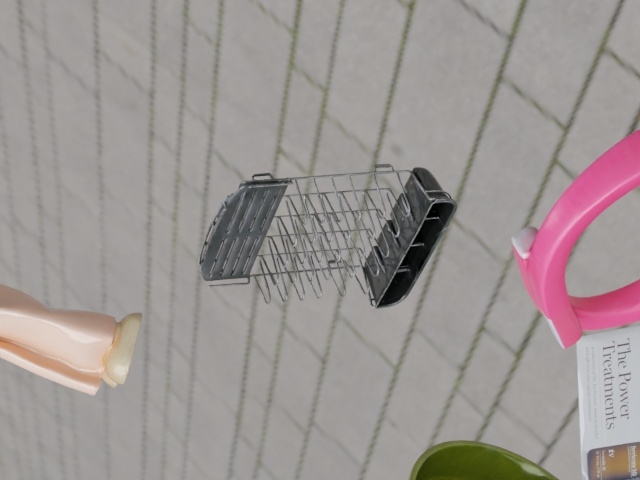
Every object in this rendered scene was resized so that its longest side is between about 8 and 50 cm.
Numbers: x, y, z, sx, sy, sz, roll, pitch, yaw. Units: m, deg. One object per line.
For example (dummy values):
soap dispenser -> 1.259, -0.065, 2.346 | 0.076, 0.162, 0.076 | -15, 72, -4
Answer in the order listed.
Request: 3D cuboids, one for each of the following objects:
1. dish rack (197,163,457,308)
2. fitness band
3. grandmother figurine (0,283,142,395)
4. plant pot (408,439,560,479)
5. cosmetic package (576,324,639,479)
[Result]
dish rack -> 0.000, 0.000, 1.644 | 0.208, 0.271, 0.074 | 114, 143, -46
fitness band -> 0.279, -0.002, 1.267 | 0.054, 0.209, 0.291 | 59, -179, 32
grandmother figurine -> -0.353, 0.066, 1.396 | 0.342, 0.104, 0.208 | 16, 160, -11
plant pot -> 0.209, 0.553, 2.128 | 0.366, 0.366, 0.353 | 41, 121, 16
cosmetic package -> 0.514, 0.300, 2.019 | 0.284, 0.377, 0.097 | -15, 152, 34
